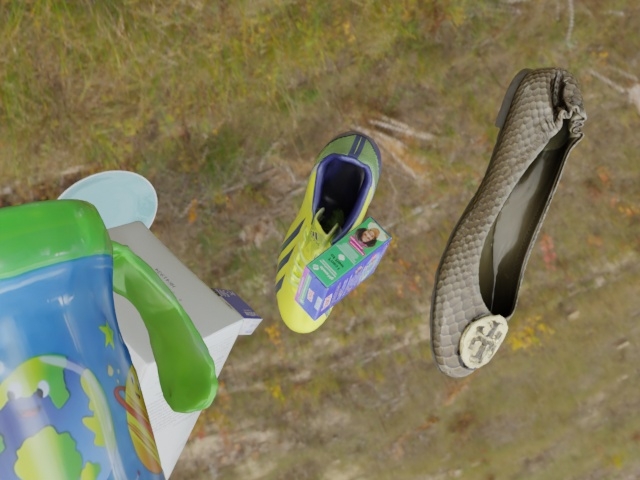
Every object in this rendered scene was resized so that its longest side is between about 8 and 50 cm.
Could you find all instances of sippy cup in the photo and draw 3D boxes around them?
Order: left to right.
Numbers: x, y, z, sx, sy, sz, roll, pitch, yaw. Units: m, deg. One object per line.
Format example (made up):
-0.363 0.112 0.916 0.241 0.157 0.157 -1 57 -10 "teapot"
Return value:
-0.192 0.123 0.467 0.305 0.224 0.240 -24 179 -18 "sippy cup"

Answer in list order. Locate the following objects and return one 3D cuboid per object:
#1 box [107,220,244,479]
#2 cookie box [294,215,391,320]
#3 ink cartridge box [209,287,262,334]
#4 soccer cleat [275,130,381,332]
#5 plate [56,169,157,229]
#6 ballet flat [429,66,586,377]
-0.280 0.183 1.101 0.168 0.215 0.345 -22 146 -51 "box"
0.025 0.034 0.982 0.107 0.040 0.092 -38 164 -27 "cookie box"
-0.198 0.138 1.631 0.046 0.097 0.207 -52 161 7 "ink cartridge box"
-0.001 -0.001 1.060 0.093 0.121 0.289 20 112 2 "soccer cleat"
-0.355 -0.043 1.352 0.188 0.024 0.188 -24 143 -20 "plate"
0.146 -0.013 0.631 0.084 0.058 0.250 26 83 -51 "ballet flat"
